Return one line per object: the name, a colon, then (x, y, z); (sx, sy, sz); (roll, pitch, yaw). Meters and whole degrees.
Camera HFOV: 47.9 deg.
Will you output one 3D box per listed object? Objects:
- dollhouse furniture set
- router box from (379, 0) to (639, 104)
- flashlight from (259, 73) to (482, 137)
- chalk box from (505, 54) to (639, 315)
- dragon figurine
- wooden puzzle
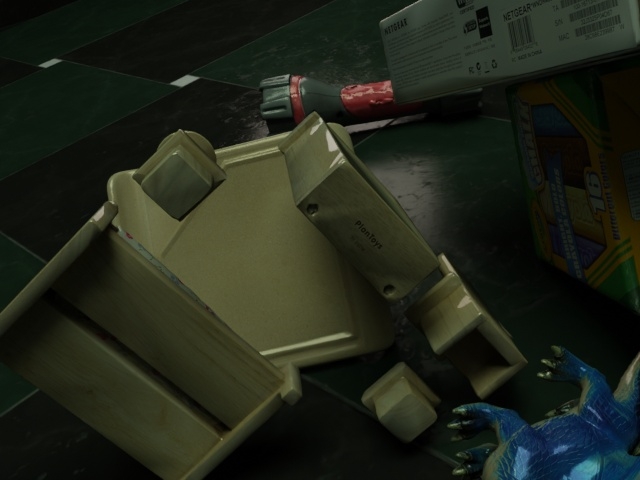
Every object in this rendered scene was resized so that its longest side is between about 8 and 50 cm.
dollhouse furniture set: (-0.076, 0.082, 0.592); (0.355, 0.303, 0.174); (-42, 18, 10)
router box: (0.248, -0.190, 0.564); (0.301, 0.082, 0.335); (-15, 9, -16)
flashlight: (0.070, -0.204, 1.012); (0.303, 0.103, 0.103); (-9, 32, 10)
chalk box: (0.278, -0.072, 0.623); (0.180, 0.179, 0.289); (-14, 10, 1)
dragon figurine: (0.180, 0.145, 0.457); (0.289, 0.085, 0.144); (-21, 34, -19)
wooden puzzle: (-0.067, 0.018, 0.680); (0.238, 0.221, 0.044); (-12, -11, 0)
